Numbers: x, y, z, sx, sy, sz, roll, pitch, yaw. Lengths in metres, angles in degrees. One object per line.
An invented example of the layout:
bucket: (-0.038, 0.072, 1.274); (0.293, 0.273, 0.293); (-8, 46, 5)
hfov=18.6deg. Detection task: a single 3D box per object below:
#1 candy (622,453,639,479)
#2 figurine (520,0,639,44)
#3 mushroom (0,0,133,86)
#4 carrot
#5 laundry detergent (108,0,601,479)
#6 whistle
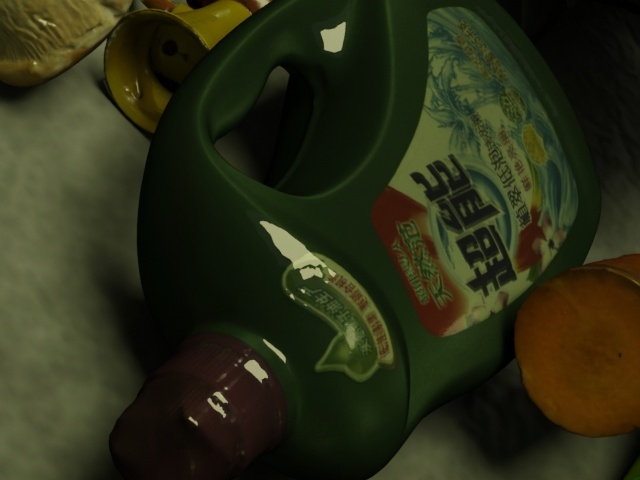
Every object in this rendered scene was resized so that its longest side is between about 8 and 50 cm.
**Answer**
candy: (0.110, 0.125, 0.620); (0.246, 0.069, 0.149); (-17, 66, -43)
figurine: (0.163, -0.143, 0.766); (0.175, 0.197, 0.265); (-6, 59, -37)
mushroom: (-0.154, -0.117, 0.622); (0.202, 0.054, 0.059); (28, 40, -10)
carrot: (0.137, 0.024, 0.713); (0.057, 0.057, 0.224); (56, 27, 11)
laundry detergent: (0.000, 0.000, 0.621); (0.222, 0.078, 0.144); (-39, 101, -45)
whistle: (-0.039, -0.078, 0.692); (0.109, 0.057, 0.046); (-50, 138, -55)
